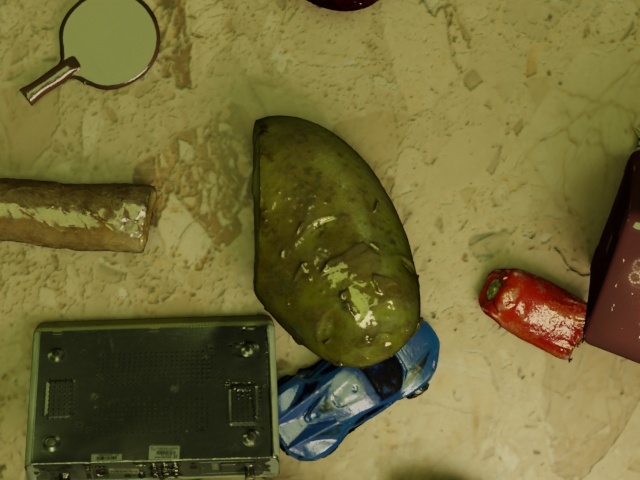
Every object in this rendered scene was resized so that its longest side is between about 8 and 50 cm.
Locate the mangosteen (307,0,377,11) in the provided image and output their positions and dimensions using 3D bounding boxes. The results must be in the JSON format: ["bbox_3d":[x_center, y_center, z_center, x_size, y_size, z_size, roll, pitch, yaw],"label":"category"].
[{"bbox_3d":[0.030,-0.339,1.864,0.166,0.166,0.180,41,66,-4],"label":"mangosteen"}]

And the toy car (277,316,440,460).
[{"bbox_3d":[0.037,0.161,1.930,0.216,0.063,0.103,-34,94,0],"label":"toy car"}]

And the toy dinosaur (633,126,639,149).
[{"bbox_3d":[0.380,-0.096,1.946,0.047,0.030,0.083,-32,93,1],"label":"toy dinosaur"}]

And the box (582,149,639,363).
[{"bbox_3d":[0.378,0.027,1.826,0.167,0.294,0.193,17,110,5],"label":"box"}]

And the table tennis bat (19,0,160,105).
[{"bbox_3d":[-0.252,-0.203,1.870,0.170,0.119,0.107,-36,94,-2],"label":"table tennis bat"}]

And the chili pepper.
[{"bbox_3d":[0.238,0.074,1.933,0.123,0.073,0.070,28,50,-6],"label":"chili pepper"}]

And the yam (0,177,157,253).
[{"bbox_3d":[-0.359,-0.031,1.899,0.356,0.081,0.081,2,93,-1],"label":"yam"}]

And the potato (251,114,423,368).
[{"bbox_3d":[0.000,0.000,1.881,0.176,0.141,0.298,-22,75,-17],"label":"potato"}]

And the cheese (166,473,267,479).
[{"bbox_3d":[-0.102,0.413,1.811,0.351,0.129,0.328,34,63,20],"label":"cheese"}]

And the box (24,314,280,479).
[{"bbox_3d":[-0.179,0.172,1.877,0.270,0.045,0.211,0,52,-1],"label":"box"}]
